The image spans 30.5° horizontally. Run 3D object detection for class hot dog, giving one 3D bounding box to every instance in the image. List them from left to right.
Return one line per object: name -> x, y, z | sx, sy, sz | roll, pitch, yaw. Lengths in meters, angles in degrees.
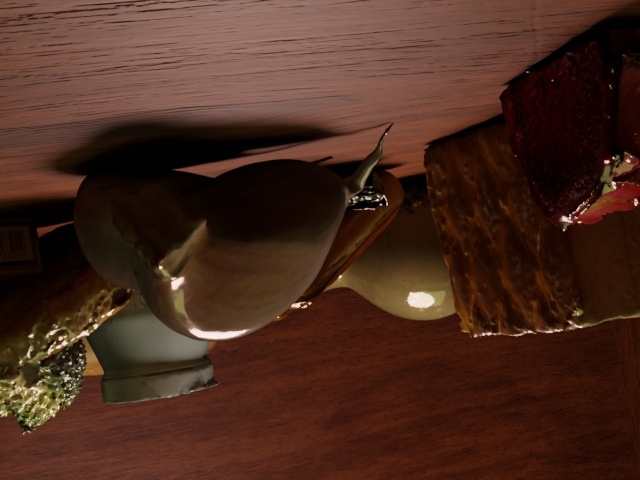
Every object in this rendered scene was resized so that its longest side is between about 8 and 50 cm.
hot dog -> 0.000, 0.000, 1.688 | 0.135, 0.100, 0.337 | -26, -167, 48

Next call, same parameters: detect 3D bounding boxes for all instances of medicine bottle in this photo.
medicine bottle -> -0.289, 0.120, 1.992 | 0.245, 0.290, 0.245 | -9, 177, -1

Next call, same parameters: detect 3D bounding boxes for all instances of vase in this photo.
vase -> 0.128, -0.002, 2.079 | 0.302, 0.241, 0.329 | 2, -154, 14

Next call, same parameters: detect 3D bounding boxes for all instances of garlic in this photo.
garlic -> -0.116, -0.032, 1.330 | 0.340, 0.231, 0.246 | -26, 143, -37

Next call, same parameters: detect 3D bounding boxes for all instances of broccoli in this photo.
broccoli -> -0.540, 0.176, 1.833 | 0.375, 0.302, 0.249 | 38, 156, -29

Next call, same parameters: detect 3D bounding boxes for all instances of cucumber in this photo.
cucumber -> -0.026, -0.064, 1.627 | 0.245, 0.067, 0.067 | -7, 176, -10

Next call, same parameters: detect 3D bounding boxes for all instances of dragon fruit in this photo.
dragon fruit -> 0.270, -0.117, 1.080 | 0.189, 0.163, 0.261 | -37, 180, -9

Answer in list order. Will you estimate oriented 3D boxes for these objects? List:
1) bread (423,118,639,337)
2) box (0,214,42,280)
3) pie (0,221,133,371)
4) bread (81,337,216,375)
bread -> 0.297, -0.023, 1.489 | 0.207, 0.279, 0.279 | -10, 176, -27
box -> -0.536, 0.028, 1.500 | 0.192, 0.084, 0.301 | -14, 175, 34
pie -> -0.378, 0.071, 1.621 | 0.339, 0.083, 0.339 | -27, -158, 12
bread -> -0.456, 0.168, 2.625 | 0.376, 0.253, 0.348 | -13, 170, 30
